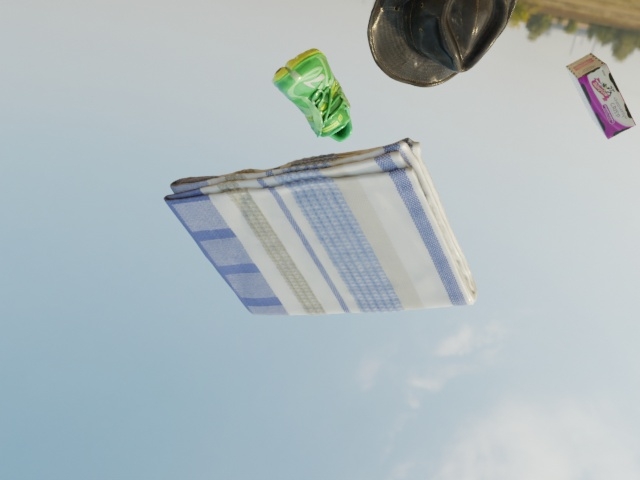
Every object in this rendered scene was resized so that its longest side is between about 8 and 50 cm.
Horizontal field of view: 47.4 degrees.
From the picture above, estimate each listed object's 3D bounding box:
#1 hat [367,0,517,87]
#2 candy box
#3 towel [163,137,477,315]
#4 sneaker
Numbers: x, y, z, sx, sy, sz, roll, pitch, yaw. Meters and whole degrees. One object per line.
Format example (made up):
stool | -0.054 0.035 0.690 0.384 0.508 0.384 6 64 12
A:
hat | 0.248 -0.394 1.292 0.331 0.331 0.134 0 -139 -29
candy box | 0.647 -0.340 1.695 0.071 0.159 0.233 -27 -167 19
towel | 0.000 0.000 0.740 0.285 0.209 0.034 -7 -138 31
sneaker | 0.004 -0.271 1.396 0.123 0.109 0.295 57 -168 19
